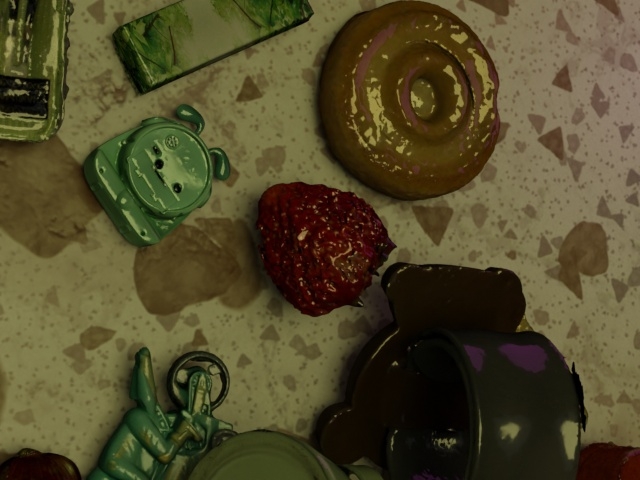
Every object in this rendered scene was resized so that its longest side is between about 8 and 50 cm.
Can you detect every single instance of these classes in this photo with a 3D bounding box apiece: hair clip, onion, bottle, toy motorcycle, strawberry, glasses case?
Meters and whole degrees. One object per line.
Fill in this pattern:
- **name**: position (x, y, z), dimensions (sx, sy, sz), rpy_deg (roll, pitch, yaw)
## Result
- **hair clip**: position (-0.386, -0.289, 1.885), dimensions (0.138, 0.091, 0.321), rpy_deg (5, 93, -25)
- **onion**: position (-0.352, 0.310, 1.832), dimensions (0.117, 0.118, 0.118), rpy_deg (-21, 94, -22)
- **bottle**: position (-0.014, 0.378, 1.857), dimensions (0.229, 0.229, 0.351), rpy_deg (-70, 155, -14)
- **toy motorcycle**: position (-0.205, 0.288, 1.916), dimensions (0.198, 0.109, 0.296), rpy_deg (7, 84, -16)
- **strawberry**: position (0.000, 0.000, 2.001), dimensions (0.201, 0.184, 0.187), rpy_deg (48, 63, -4)
- **glasses case**: position (-0.146, -0.293, 2.015), dimensions (0.272, 0.062, 0.095), rpy_deg (-27, 91, -26)

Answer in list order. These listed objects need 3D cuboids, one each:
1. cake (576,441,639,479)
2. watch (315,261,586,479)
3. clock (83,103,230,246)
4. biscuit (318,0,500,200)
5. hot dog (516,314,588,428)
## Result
- **cake**: position (0.455, 0.441, 2.196), dimensions (0.177, 0.151, 0.283), rpy_deg (2, 84, -38)
- **watch**: position (0.198, 0.223, 1.952), dimensions (0.314, 0.327, 0.335), rpy_deg (5, 104, -24)
- **clock**: position (-0.211, -0.094, 1.964), dimensions (0.188, 0.060, 0.148), rpy_deg (-40, 102, -25)
- **biscuit**: position (0.137, -0.204, 2.127), dimensions (0.296, 0.102, 0.296), rpy_deg (4, 81, -27)
- **hot dog**: position (0.302, 0.195, 2.177), dimensions (0.073, 0.084, 0.242), rpy_deg (-38, 102, -20)
